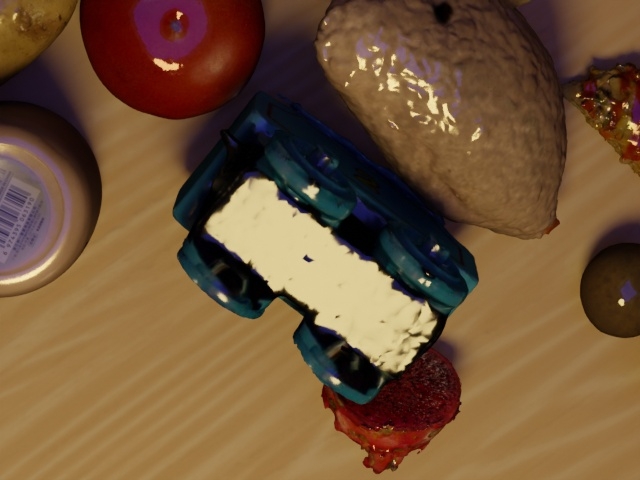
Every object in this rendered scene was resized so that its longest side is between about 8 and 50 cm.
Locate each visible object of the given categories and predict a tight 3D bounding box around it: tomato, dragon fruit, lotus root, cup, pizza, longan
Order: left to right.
[{"bbox_3d":[-0.344,-0.232,1.737,0.284,0.146,0.160,-35,93,-2],"label":"lotus root"},{"bbox_3d":[-0.339,-0.022,1.736,0.253,0.200,0.191,-34,99,-1],"label":"cup"},{"bbox_3d":[-0.148,-0.218,1.767,0.195,0.136,0.195,-1,97,-7],"label":"tomato"},{"bbox_3d":[0.067,0.181,1.862,0.153,0.153,0.111,9,129,-7],"label":"dragon fruit"},{"bbox_3d":[0.331,0.055,1.878,0.113,0.092,0.113,-1,92,-28],"label":"longan"},{"bbox_3d":[0.351,-0.133,1.874,0.199,0.062,0.188,16,92,-7],"label":"pizza"}]

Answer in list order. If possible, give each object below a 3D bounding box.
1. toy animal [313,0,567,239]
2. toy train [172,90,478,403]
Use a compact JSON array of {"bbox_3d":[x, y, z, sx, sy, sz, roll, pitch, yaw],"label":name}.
[{"bbox_3d":[0.147,-0.148,1.770,0.358,0.188,0.226,53,44,-31],"label":"toy animal"},{"bbox_3d":[0.000,0.000,1.744,0.300,0.265,0.188,37,105,-10],"label":"toy train"}]
